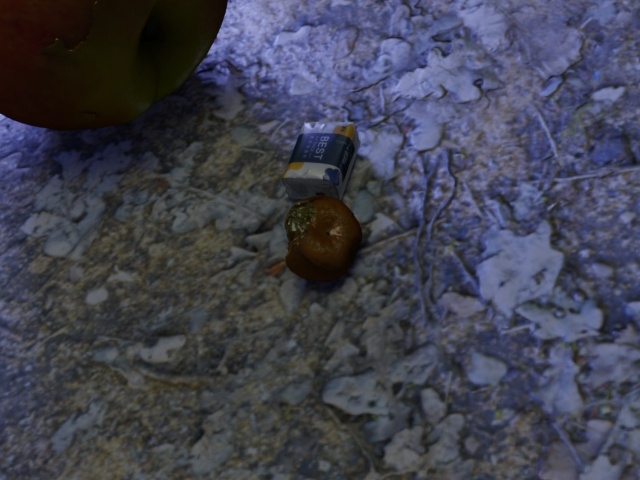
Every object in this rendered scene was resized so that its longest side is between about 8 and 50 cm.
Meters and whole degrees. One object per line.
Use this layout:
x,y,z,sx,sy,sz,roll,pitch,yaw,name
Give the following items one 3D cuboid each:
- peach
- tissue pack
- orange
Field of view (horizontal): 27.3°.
-0.289,-0.298,1.446,0.369,0.370,0.370,-9,49,11,peach
0.001,-0.083,1.366,0.062,0.042,0.083,3,52,24,tissue pack
0.000,0.000,1.285,0.086,0.062,0.086,6,72,-20,orange
